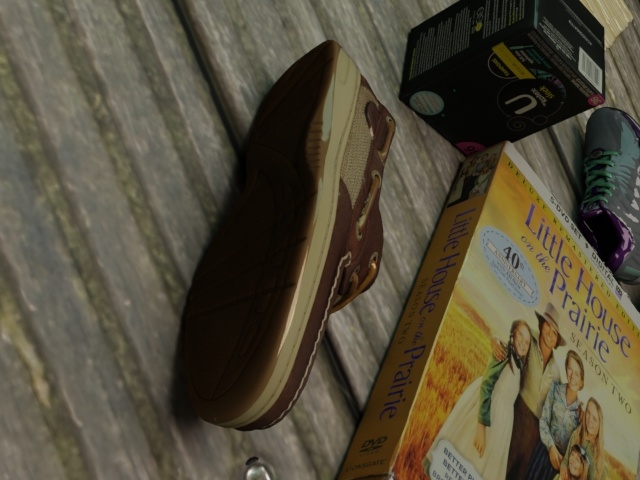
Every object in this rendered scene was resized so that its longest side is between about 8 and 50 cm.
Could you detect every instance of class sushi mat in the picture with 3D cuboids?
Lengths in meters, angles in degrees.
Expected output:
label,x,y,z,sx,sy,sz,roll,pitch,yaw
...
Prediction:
label,x,y,z,sx,sy,sz,roll,pitch,yaw
sushi mat,0.346,-0.420,1.402,0.317,0.019,0.151,57,39,-11

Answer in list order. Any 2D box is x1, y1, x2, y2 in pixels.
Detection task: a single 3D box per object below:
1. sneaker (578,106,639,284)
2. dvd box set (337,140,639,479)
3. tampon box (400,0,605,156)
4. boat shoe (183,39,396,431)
label,x,y,z,sx,sy,sz,roll,pitch,yaw
sneaker,0.343,-0.061,1.177,0.098,0.083,0.224,8,67,-41
dvd box set,0.191,0.146,0.918,0.308,0.062,0.420,49,43,-21
tampon box,0.180,-0.174,0.983,0.120,0.161,0.102,35,49,-31
boat shoe,0.000,0.000,0.735,0.123,0.123,0.342,39,41,-28
